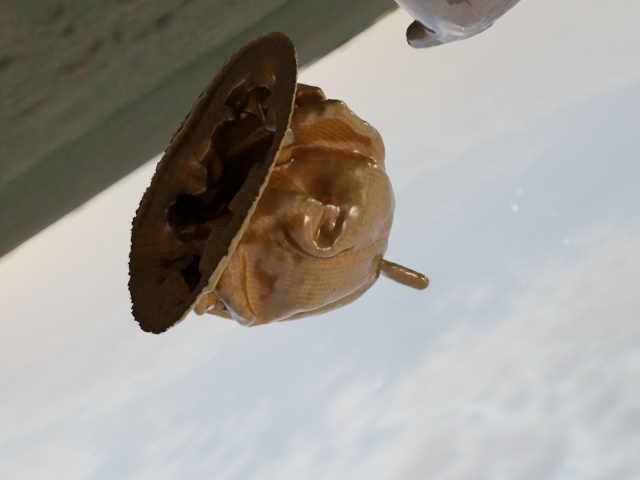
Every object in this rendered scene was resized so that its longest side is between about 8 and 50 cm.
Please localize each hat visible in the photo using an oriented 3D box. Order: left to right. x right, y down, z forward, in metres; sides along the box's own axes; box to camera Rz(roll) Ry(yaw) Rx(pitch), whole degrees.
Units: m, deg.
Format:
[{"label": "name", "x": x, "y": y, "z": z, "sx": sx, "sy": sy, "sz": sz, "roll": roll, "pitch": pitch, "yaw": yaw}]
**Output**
[{"label": "hat", "x": 0.000, "y": 0.000, "z": 1.096, "sx": 0.233, "sy": 0.233, "sz": 0.244, "roll": -42, "pitch": -145, "yaw": 34}]

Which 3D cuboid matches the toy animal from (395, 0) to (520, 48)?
[{"label": "toy animal", "x": 0.098, "y": -0.311, "z": 1.148, "sx": 0.213, "sy": 0.256, "sz": 0.195, "roll": -17, "pitch": -132, "yaw": 34}]
